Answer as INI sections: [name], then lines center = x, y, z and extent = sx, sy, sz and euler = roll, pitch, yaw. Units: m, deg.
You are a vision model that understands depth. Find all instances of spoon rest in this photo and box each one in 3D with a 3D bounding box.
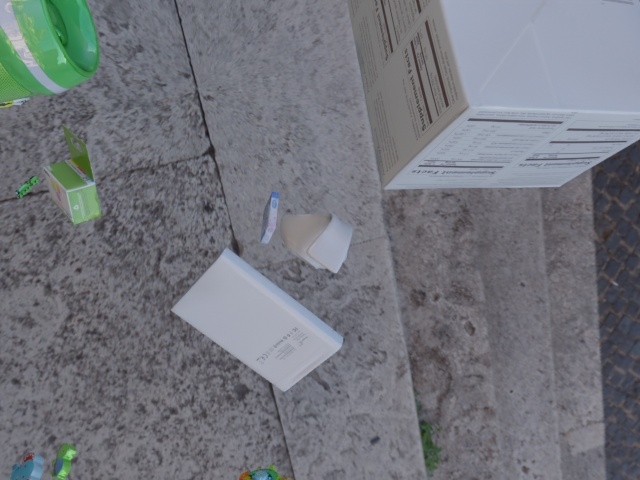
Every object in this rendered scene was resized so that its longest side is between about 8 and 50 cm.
[spoon rest]
center = 0.000, 0.000, 0.944
extent = 0.137, 0.276, 0.084
euler = 37, 85, -10

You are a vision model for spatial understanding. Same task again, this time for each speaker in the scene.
[speaker]
center = -0.371, -0.176, 0.520
extent = 0.296, 0.131, 0.131
euler = -11, 107, 3

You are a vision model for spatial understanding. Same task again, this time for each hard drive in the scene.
[hard drive]
center = -0.153, 0.199, 1.343
extent = 0.353, 0.047, 0.233
euler = 39, 121, -13

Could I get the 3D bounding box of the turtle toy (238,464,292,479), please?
[turtle toy]
center = -0.095, 0.363, 0.757
extent = 0.066, 0.095, 0.130
euler = 37, 52, -14

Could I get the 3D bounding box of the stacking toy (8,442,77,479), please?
[stacking toy]
center = -0.394, 0.343, 0.738
extent = 0.052, 0.221, 0.167
euler = -27, 135, 10

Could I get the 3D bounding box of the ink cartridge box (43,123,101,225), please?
[ink cartridge box]
center = -0.786, -0.207, 1.753
extent = 0.097, 0.189, 0.255
euler = -26, 136, -33

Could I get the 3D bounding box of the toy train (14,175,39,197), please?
[toy train]
center = -0.853, -0.157, 1.631
extent = 0.083, 0.017, 0.023
euler = -59, 145, -35

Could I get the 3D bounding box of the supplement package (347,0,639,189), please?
[supplement package]
center = 0.150, -0.192, 0.503
extent = 0.204, 0.145, 0.262
euler = -3, 73, -20

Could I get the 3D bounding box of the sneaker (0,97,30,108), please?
[sneaker]
center = -0.643, -0.300, 1.170
extent = 0.031, 0.083, 0.035
euler = -23, 100, 23

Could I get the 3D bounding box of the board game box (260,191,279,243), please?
[board game box]
center = -0.117, -0.051, 1.291
extent = 0.020, 0.090, 0.090
euler = 9, 62, -14
